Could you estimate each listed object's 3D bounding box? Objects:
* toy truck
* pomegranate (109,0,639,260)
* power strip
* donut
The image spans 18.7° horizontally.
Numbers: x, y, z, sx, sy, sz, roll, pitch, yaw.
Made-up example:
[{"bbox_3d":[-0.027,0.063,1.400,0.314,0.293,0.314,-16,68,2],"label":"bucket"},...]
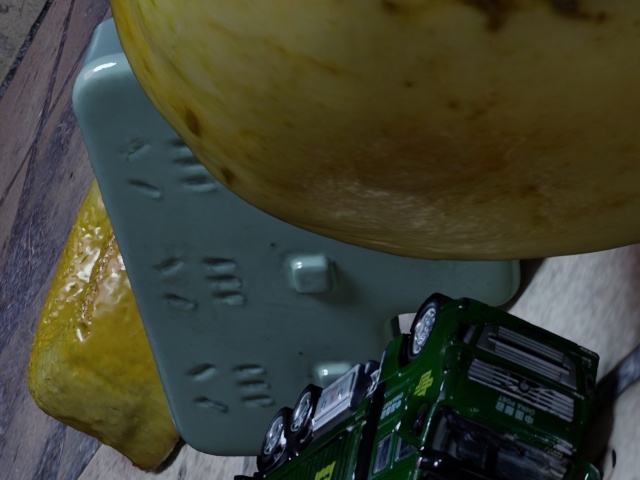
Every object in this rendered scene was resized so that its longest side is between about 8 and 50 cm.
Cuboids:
[{"bbox_3d":[0.028,0.119,0.884,0.259,0.088,0.121,-43,28,58],"label":"toy truck"},{"bbox_3d":[0.075,-0.147,0.693,0.332,0.332,0.332,-57,19,33],"label":"pomegranate"},{"bbox_3d":[0.000,0.000,0.951,0.059,0.193,0.265,-83,-15,-48],"label":"power strip"},{"bbox_3d":[-0.136,0.031,1.488,0.277,0.108,0.278,-58,18,32],"label":"donut"}]
